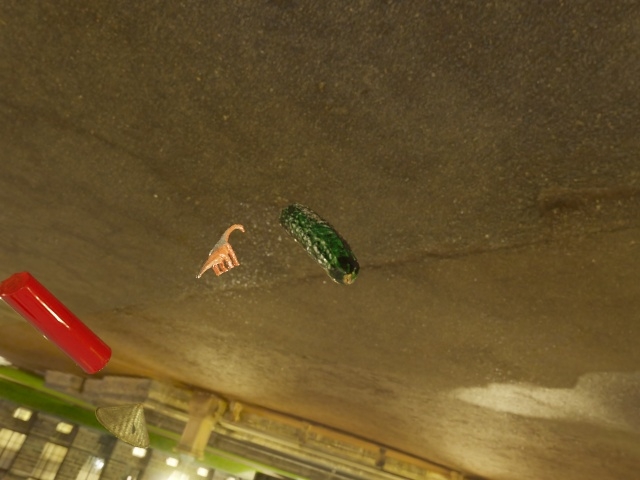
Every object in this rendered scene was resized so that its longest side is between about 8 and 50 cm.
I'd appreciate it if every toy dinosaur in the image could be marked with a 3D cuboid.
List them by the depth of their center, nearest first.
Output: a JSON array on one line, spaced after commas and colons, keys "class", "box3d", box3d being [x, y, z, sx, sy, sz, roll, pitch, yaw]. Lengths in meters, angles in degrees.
[{"class": "toy dinosaur", "box3d": [-0.270, 0.035, 1.425, 0.056, 0.279, 0.101, -17, 105, 19]}]

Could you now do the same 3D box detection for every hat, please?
[{"class": "hat", "box3d": [-0.424, 0.395, 1.135, 0.146, 0.067, 0.146, 36, 169, 8]}]

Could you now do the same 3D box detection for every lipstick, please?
[{"class": "lipstick", "box3d": [-0.532, 0.174, 1.028, 0.073, 0.073, 0.279, 4, 138, 27]}]

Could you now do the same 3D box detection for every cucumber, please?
[{"class": "cucumber", "box3d": [0.000, 0.000, 0.797, 0.068, 0.067, 0.293, 32, -175, -26]}]
